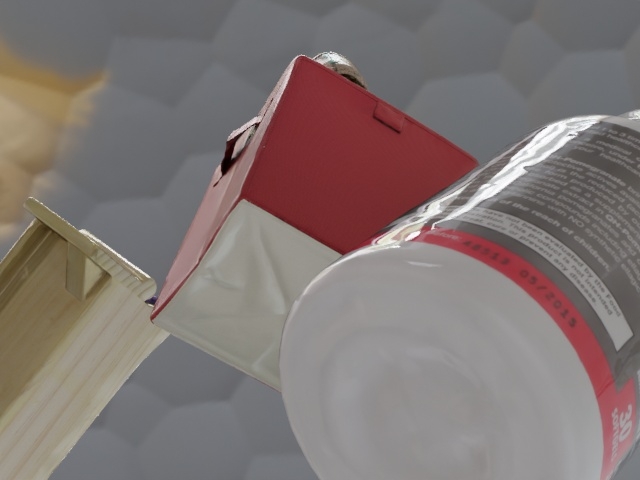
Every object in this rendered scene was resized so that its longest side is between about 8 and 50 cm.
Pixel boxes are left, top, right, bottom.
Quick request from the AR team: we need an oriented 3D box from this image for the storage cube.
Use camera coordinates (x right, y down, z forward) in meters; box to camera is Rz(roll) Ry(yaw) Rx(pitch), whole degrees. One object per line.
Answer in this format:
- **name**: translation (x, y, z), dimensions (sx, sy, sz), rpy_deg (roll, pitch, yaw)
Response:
- **storage cube**: translation (0.000, 0.000, 1.041), dimensions (0.184, 0.215, 0.193), rpy_deg (-49, -166, 42)

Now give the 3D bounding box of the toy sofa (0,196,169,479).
- **toy sofa**: translation (-0.348, 0.151, 1.396), dimensions (0.150, 0.362, 0.177), rpy_deg (31, -10, 40)

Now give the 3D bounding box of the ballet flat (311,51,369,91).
- **ballet flat**: translation (0.045, -0.061, 1.422), dimensions (0.106, 0.107, 0.316), rpy_deg (-151, -140, -76)

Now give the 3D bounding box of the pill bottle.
- **pill bottle**: translation (0.136, 0.031, 0.705), dimensions (0.176, 0.318, 0.176), rpy_deg (18, -57, 31)
